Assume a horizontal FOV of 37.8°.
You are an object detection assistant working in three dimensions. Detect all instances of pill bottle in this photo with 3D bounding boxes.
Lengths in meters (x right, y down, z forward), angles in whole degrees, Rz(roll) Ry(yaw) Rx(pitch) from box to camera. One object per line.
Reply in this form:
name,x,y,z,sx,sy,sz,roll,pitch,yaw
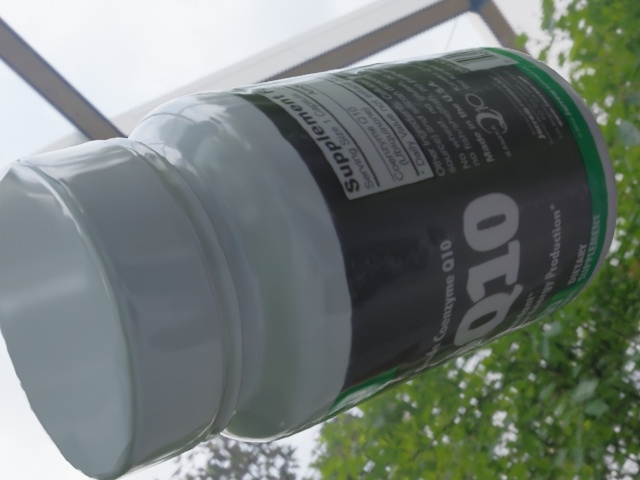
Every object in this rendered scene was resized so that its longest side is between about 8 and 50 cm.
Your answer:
pill bottle,0.000,0.000,0.580,0.361,0.204,0.204,-18,-53,-37
